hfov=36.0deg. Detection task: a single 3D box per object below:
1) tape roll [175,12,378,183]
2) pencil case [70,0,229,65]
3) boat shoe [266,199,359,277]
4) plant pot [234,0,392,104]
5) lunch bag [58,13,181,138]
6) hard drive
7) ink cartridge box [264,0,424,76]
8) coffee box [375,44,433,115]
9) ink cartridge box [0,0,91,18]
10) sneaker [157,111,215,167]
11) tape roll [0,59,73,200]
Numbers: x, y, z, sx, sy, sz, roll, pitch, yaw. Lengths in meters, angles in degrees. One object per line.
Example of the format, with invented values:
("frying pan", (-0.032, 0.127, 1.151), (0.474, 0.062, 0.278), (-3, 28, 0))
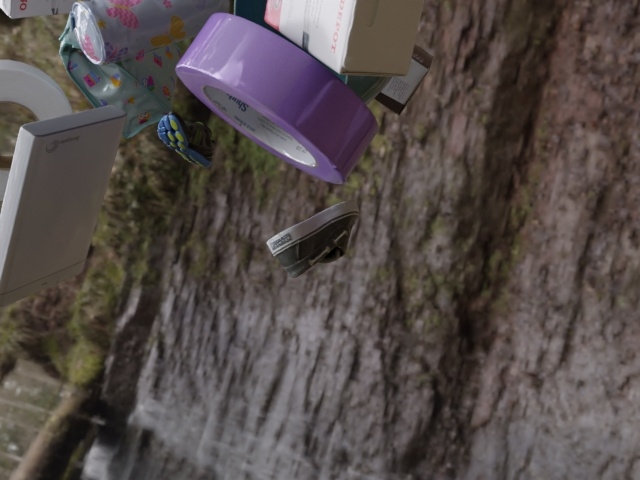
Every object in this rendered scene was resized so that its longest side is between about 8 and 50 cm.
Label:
("tape roll", (-0.059, -0.189, 1.336), (0.090, 0.275, 0.275), (-56, -16, -5))
("pencil case", (-0.293, -0.397, 1.712), (0.273, 0.124, 0.113), (-28, -19, -27))
("boat shoe", (0.000, 0.000, 1.392), (0.070, 0.078, 0.219), (61, -147, 0))
("plant pot", (0.026, -0.329, 1.540), (0.195, 0.290, 0.290), (-21, -48, -32))
("lunch bag", (-0.424, -0.387, 2.051), (0.262, 0.160, 0.223), (46, -148, -38))
("hard drive", (-0.475, -0.061, 1.762), (0.233, 0.047, 0.353), (-29, -34, -56))
("ink cartridge box", (0.030, -0.320, 1.225), (0.237, 0.100, 0.172), (46, 131, 52))
("coffee box", (0.081, -0.405, 2.060), (0.119, 0.297, 0.168), (-56, 3, 21))
("ink cartridge box", (-0.484, -0.507, 1.813), (0.219, 0.092, 0.160), (-16, -43, -38))
("sneaker", (-0.266, -0.213, 1.979), (0.188, 0.067, 0.078), (44, -117, -62))
("tape roll", (-0.656, -0.231, 2.056), (0.100, 0.286, 0.286), (-128, 44, -63))
